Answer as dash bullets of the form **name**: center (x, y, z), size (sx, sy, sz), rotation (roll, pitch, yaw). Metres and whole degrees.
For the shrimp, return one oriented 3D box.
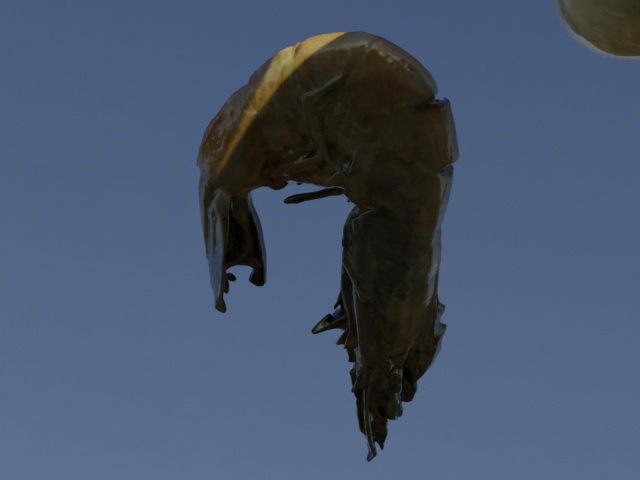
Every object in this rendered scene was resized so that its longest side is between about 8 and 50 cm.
- **shrimp**: center (-0.003, 0.003, 1.098), size (0.178, 0.075, 0.289), rotation (11, -59, 17)

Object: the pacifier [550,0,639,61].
- **pacifier**: center (0.183, -0.217, 0.896), size (0.288, 0.343, 0.269), rotation (38, -42, 21)
